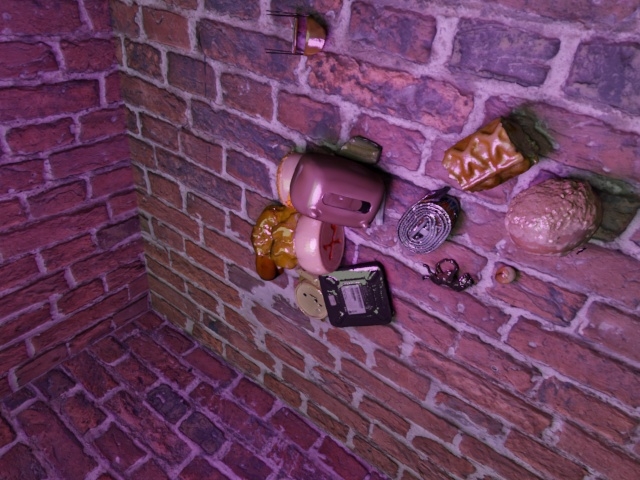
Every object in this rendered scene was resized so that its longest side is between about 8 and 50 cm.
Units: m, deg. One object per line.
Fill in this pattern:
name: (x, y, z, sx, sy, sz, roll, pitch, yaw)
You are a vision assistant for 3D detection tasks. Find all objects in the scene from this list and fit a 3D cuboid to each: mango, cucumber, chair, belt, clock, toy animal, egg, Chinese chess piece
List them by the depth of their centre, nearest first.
egg: (0.793, -0.076, 1.437, 0.310, 0.279, 0.279, -31, 93, 37)
egg: (0.758, 0.144, 1.713, 0.071, 0.071, 0.083, 50, 151, 4)
belt: (0.456, -0.074, 1.762, 0.207, 0.160, 0.295, 48, 134, 6)
chair: (-0.112, -0.874, 1.772, 0.247, 0.172, 0.158, 0, 123, -10)
cucumber: (0.174, -0.392, 1.863, 0.193, 0.115, 0.086, 19, 168, 23)
toy animal: (0.559, 0.161, 1.867, 0.233, 0.084, 0.148, 3, 117, 33)
Chinese chess piece: (0.000, 0.000, 2.034, 0.140, 0.338, 0.338, 3, 116, 26)
clock: (-0.024, 0.320, 2.383, 0.286, 0.117, 0.348, 28, 128, 24)
mango: (-0.293, 0.113, 2.455, 0.201, 0.152, 0.287, 31, 132, 10)

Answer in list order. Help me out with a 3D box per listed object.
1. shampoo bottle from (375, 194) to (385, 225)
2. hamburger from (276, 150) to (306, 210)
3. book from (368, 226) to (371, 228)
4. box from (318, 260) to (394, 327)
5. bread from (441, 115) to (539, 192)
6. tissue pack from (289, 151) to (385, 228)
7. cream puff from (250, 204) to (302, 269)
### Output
shampoo bottle: (0.273, -0.162, 1.938, 0.069, 0.041, 0.190, 8, 119, 29)
hamburger: (-0.107, -0.283, 2.007, 0.179, 0.276, 0.294, -1, 95, 26)
book: (0.171, -0.173, 2.022, 0.157, 0.026, 0.231, 14, 121, 31)
box: (0.185, 0.289, 2.149, 0.350, 0.091, 0.359, -10, 107, 17)
bread: (0.612, -0.298, 1.494, 0.252, 0.238, 0.196, -41, 51, 50)
tissue pack: (0.076, -0.204, 1.775, 0.267, 0.387, 0.277, -67, 26, 25)
cream puff: (-0.220, -0.024, 2.189, 0.378, 0.275, 0.378, 8, 99, 60)
